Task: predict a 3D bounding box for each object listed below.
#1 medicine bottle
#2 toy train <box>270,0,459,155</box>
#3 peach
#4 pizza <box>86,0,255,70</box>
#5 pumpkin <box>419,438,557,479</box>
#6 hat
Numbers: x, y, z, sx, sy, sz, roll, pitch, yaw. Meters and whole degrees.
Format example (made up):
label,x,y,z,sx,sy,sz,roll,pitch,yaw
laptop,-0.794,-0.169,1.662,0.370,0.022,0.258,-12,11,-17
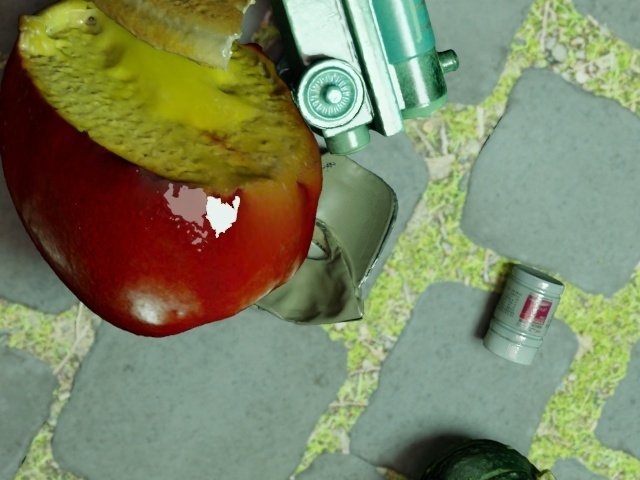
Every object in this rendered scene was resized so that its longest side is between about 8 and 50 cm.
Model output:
label,x,y,z,sx,sy,sz,roll,pitch,yaw
medicine bottle,0.211,0.077,1.906,0.058,0.058,0.091,18,100,-18
toy train,0.028,-0.237,1.746,0.194,0.120,0.298,-21,109,-12
peach,-0.151,-0.086,1.663,0.281,0.281,0.338,-21,90,-7
pizza,-0.132,-0.231,1.674,0.182,0.161,0.062,22,137,12
pumpkin,0.183,0.290,1.894,0.146,0.190,0.190,-35,110,-12
hat,0.000,0.000,1.837,0.147,0.085,0.175,37,71,-9
